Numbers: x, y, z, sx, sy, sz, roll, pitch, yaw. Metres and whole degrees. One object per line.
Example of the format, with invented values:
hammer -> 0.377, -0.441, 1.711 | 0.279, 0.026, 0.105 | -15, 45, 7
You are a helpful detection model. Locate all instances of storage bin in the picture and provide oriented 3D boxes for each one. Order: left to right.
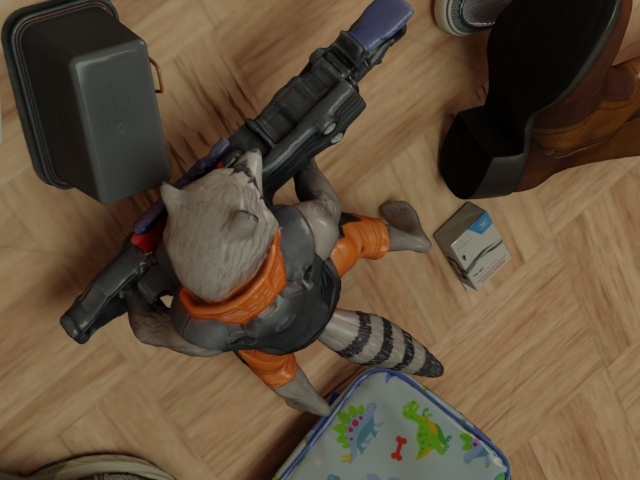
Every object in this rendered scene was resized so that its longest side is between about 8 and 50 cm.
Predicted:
storage bin -> -0.147, -0.093, 0.832 | 0.098, 0.091, 0.135 | -22, 122, -25

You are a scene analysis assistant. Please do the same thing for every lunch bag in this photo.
lunch bag -> 0.049, 0.231, 1.065 | 0.219, 0.176, 0.090 | -52, 164, -7

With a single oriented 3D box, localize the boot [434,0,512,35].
boot -> 0.190, -0.220, 1.009 | 0.190, 0.086, 0.069 | -32, 125, -19

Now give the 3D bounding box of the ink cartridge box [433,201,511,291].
ink cartridge box -> 0.145, 0.011, 1.119 | 0.048, 0.028, 0.083 | -43, 129, -11

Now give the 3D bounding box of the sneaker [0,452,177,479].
sneaker -> -0.205, 0.234, 0.918 | 0.283, 0.122, 0.110 | 10, 105, -37

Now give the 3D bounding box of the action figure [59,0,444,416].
action figure -> 0.000, 0.000, 0.893 | 0.341, 0.178, 0.330 | -48, 154, 9

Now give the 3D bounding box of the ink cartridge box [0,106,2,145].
ink cartridge box -> -0.281, -0.108, 0.749 | 0.151, 0.063, 0.109 | -10, 116, -30

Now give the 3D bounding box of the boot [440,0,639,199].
boot -> 0.269, -0.141, 1.039 | 0.281, 0.096, 0.264 | -13, 144, -29
